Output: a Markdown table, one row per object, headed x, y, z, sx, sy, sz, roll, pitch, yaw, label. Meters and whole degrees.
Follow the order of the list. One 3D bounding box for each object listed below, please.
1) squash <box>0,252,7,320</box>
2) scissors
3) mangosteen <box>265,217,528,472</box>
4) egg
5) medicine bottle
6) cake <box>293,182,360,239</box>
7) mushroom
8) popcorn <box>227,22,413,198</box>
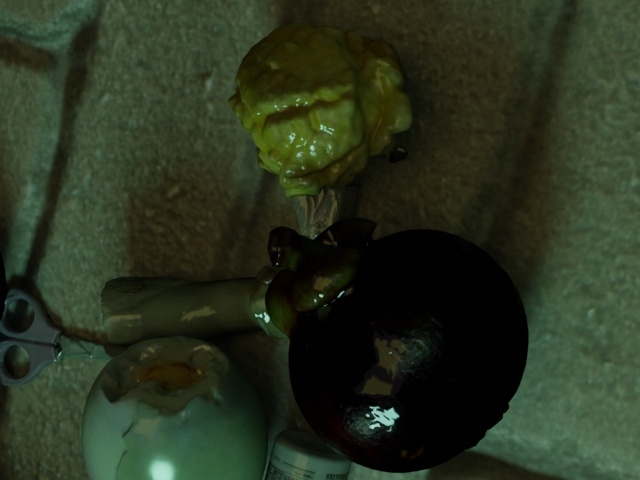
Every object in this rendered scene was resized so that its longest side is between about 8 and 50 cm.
| x | y | z | sx | sy | sz | roll | pitch | yaw | label |
| --- | --- | --- | --- | --- | --- | --- | --- | --- | --- |
| -0.439 | 0.064 | 1.484 | 0.218 | 0.172 | 0.218 | -7 | 63 | 14 | squash |
| -0.276 | 0.117 | 1.506 | 0.212 | 0.021 | 0.110 | 8 | 95 | 26 | scissors |
| 0.056 | 0.078 | 1.236 | 0.265 | 0.228 | 0.228 | 43 | 107 | -6 | mangosteen |
| -0.141 | 0.207 | 1.357 | 0.183 | 0.183 | 0.217 | 12 | 125 | 24 | egg |
| -0.022 | 0.264 | 1.360 | 0.079 | 0.079 | 0.140 | 17 | 97 | 23 | medicine bottle |
| 0.000 | 0.000 | 1.369 | 0.065 | 0.052 | 0.121 | 8 | 94 | 19 | cake |
| -0.115 | 0.070 | 1.400 | 0.223 | 0.092 | 0.081 | -4 | 68 | 17 | mushroom |
| 0.002 | -0.127 | 1.310 | 0.170 | 0.180 | 0.180 | 28 | 105 | -21 | popcorn |
